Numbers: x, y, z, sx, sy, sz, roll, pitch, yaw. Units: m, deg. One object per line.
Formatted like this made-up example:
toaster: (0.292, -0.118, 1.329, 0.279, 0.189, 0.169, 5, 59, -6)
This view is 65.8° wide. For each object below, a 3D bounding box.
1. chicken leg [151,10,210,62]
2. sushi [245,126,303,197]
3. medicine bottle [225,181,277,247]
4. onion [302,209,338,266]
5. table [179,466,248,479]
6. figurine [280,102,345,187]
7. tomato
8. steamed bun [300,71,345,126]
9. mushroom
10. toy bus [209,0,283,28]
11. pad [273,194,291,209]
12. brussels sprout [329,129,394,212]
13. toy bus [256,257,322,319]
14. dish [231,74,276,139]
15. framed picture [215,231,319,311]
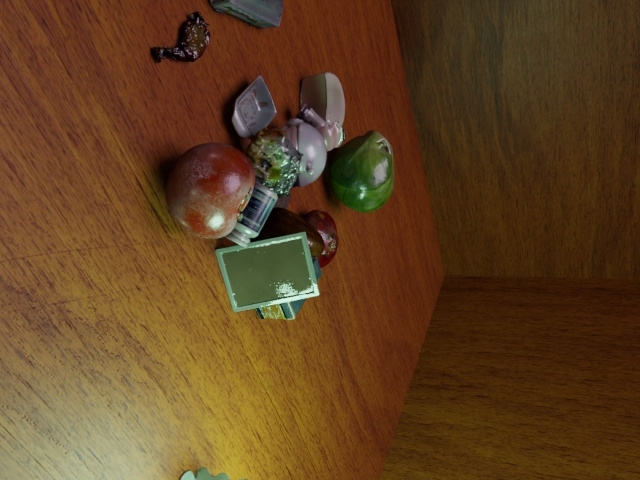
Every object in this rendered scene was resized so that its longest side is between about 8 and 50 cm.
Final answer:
chicken leg: (-0.388, -0.566, 1.422, 0.106, 0.051, 0.253, 59, 41, -34)
sushi: (-0.172, -0.230, 1.639, 0.139, 0.184, 0.274, -95, -153, -63)
medicine bottle: (-0.218, -0.079, 1.524, 0.191, 0.107, 0.107, -62, 147, -5)
onion: (-0.008, -0.002, 2.023, 0.248, 0.161, 0.248, 9, 90, -81)
table: (-0.296, 0.751, 1.408, 0.166, 0.198, 0.166, 0, 90, -62)
figurine: (-0.062, -0.353, 1.852, 0.361, 0.211, 0.253, -54, 135, -50)
tomato: (-0.306, -0.141, 1.363, 0.270, 0.227, 0.270, -158, -90, -84)
steamed bun: (0.013, -0.562, 2.062, 0.164, 0.146, 0.242, 0, 88, -59)
mushroom: (-0.115, -0.003, 1.728, 0.267, 0.254, 0.267, 22, 37, -18)
toy bus: (-0.239, -0.805, 1.647, 0.317, 0.112, 0.138, -13, 105, -60)
pad: (-0.176, -0.121, 1.853, 0.158, 0.003, 0.235, 51, 46, -49)
brussels sprout: (0.193, -0.313, 2.231, 0.281, 0.289, 0.355, 16, 101, -61)
toy bus: (-0.117, 0.150, 1.788, 0.275, 0.167, 0.138, -56, 136, -47)
dish: (-0.243, -0.438, 1.672, 0.234, 0.064, 0.154, -63, 141, -42)
framed picture: (-0.168, 0.102, 1.599, 0.019, 0.296, 0.232, -95, 174, -70)
